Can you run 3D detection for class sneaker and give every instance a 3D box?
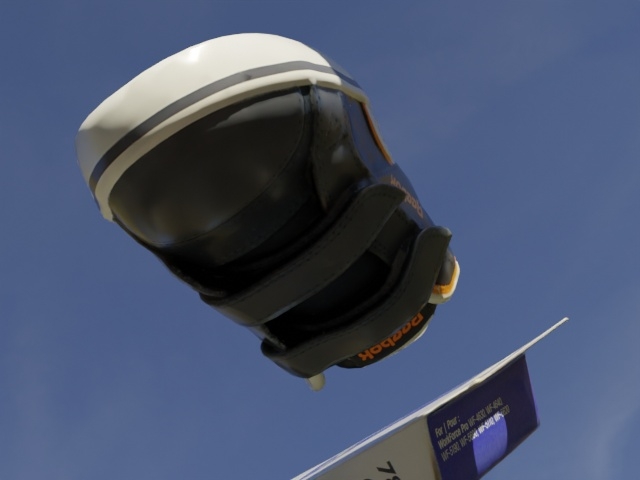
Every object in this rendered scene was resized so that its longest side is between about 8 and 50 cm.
[{"bbox_3d":[0.000,0.000,0.491,0.126,0.127,0.321,-33,-15,11],"label":"sneaker"}]

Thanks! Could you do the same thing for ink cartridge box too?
[{"bbox_3d":[0.043,0.177,0.705,0.332,0.065,0.165,-39,-13,35],"label":"ink cartridge box"}]
